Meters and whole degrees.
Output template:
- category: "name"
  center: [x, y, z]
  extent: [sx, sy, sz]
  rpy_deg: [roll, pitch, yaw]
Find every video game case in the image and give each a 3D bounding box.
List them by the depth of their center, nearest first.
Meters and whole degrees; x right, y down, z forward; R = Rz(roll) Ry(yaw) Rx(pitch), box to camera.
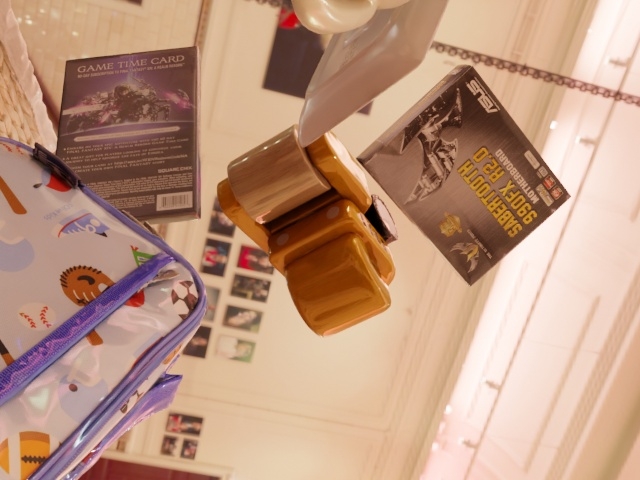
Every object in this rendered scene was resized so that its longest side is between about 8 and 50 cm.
- category: "video game case"
  center: [-0.261, -0.144, 0.925]
  extent: [0.026, 0.196, 0.274]
  rpy_deg: [81, 4, -63]

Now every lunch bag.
- category: "lunch bag"
  center: [-0.216, 0.056, 0.437]
  extent: [0.115, 0.243, 0.303]
  rpy_deg: [-54, 178, 32]

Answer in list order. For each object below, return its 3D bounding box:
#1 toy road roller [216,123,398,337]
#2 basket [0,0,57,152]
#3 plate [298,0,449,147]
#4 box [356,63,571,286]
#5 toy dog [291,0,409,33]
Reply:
- category: "toy road roller"
  center: [0.000, 0.000, 1.095]
  extent: [0.202, 0.329, 0.241]
  rpy_deg: [-28, -137, 17]
- category: "basket"
  center: [-0.602, -0.221, 0.922]
  extent: [0.266, 0.328, 0.331]
  rpy_deg: [-57, 162, -36]
- category: "plate"
  center: [0.072, -0.274, 0.853]
  extent: [0.277, 0.045, 0.278]
  rpy_deg: [-23, -140, 58]
- category: "box"
  center: [0.188, -0.083, 0.889]
  extent: [0.183, 0.231, 0.056]
  rpy_deg: [-42, -162, 2]
- category: "toy dog"
  center: [0.008, -0.431, 0.575]
  extent: [0.395, 0.284, 0.408]
  rpy_deg: [-56, 150, -16]
